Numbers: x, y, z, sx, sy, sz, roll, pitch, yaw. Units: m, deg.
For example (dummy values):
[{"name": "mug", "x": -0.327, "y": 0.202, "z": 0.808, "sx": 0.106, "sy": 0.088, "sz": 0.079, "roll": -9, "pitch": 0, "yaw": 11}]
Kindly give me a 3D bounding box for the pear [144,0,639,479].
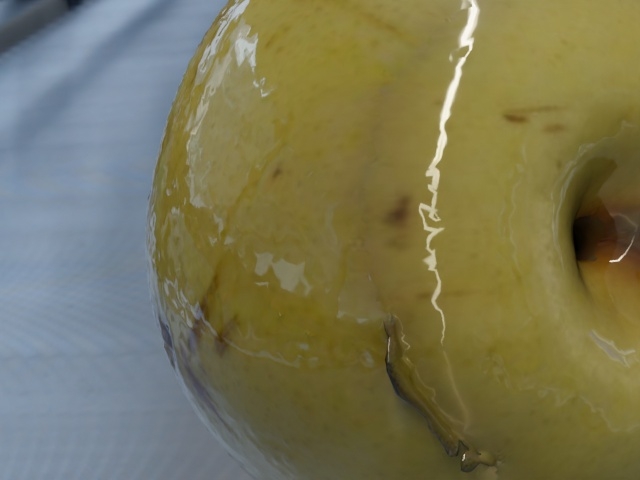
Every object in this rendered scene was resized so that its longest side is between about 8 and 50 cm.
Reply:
[{"name": "pear", "x": 0.072, "y": -0.006, "z": 0.577, "sx": 0.309, "sy": 0.309, "sz": 0.309, "roll": -7, "pitch": 20, "yaw": 2}]
